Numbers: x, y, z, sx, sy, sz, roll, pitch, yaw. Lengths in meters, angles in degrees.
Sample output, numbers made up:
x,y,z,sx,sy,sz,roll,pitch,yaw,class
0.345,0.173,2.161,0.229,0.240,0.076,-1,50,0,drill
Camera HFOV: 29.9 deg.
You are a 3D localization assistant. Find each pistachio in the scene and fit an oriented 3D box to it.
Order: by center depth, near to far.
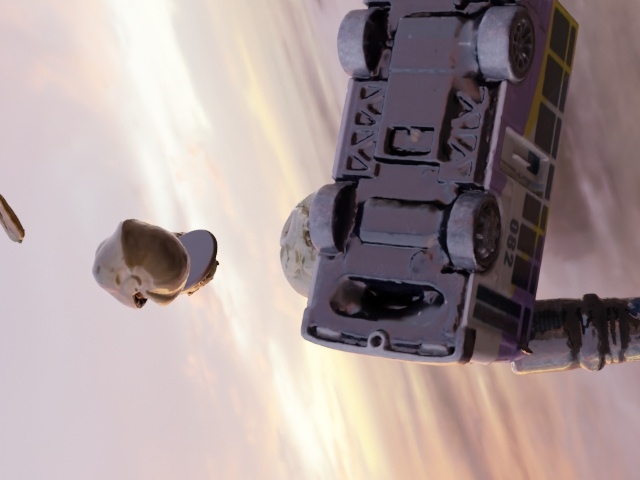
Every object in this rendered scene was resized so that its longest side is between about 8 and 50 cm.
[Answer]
x,y,z,sx,sy,sz,roll,pitch,yaw,class
-0.208,0.027,1.413,0.149,0.113,0.113,-60,-47,-84,pistachio

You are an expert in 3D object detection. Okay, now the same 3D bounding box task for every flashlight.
x,y,z,sx,sy,sz,roll,pitch,yaw,class
0.448,0.108,1.513,0.103,0.423,0.103,-6,-90,-78,flashlight

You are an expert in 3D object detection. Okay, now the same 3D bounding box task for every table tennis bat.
x,y,z,sx,sy,sz,roll,pitch,yaw,class
-0.251,0.018,1.777,0.119,0.170,0.107,43,-154,-41,table tennis bat

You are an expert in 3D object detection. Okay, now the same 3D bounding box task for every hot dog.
x,y,z,sx,sy,sz,roll,pitch,yaw,class
-0.449,-0.033,1.724,0.037,0.021,0.083,-17,105,46,hot dog

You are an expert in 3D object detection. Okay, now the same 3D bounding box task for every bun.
x,y,z,sx,sy,sz,roll,pitch,yaw,class
0.000,0.000,1.921,0.193,0.127,0.178,115,172,-69,bun

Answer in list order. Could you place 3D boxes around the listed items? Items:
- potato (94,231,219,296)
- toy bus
x,y,z,sx,sy,sz,roll,pitch,yaw,class
-0.285,0.041,2.068,0.251,0.149,0.113,-3,-79,-51,potato
0.142,-0.074,1.351,0.249,0.209,0.440,23,-106,-58,toy bus
